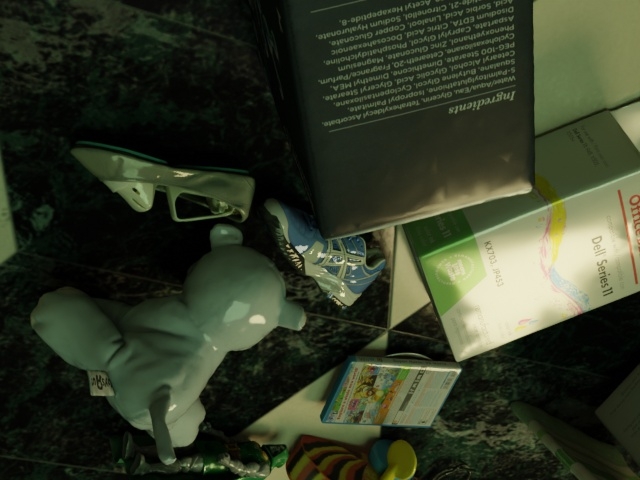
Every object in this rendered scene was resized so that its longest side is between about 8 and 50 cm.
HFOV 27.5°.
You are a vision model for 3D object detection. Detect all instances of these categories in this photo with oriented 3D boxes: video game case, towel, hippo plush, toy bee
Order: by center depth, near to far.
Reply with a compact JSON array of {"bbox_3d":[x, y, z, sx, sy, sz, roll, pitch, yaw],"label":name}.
[{"bbox_3d":[-0.166,0.082,1.464,0.234,0.294,0.236,43,82,2],"label":"hippo plush"},{"bbox_3d":[0.094,0.204,1.748,0.166,0.015,0.119,6,129,-24],"label":"video game case"},{"bbox_3d":[0.428,0.347,1.799,0.248,0.325,0.038,29,100,-35],"label":"towel"},{"bbox_3d":[0.106,0.357,1.812,0.298,0.162,0.195,-3,129,-15],"label":"toy bee"}]

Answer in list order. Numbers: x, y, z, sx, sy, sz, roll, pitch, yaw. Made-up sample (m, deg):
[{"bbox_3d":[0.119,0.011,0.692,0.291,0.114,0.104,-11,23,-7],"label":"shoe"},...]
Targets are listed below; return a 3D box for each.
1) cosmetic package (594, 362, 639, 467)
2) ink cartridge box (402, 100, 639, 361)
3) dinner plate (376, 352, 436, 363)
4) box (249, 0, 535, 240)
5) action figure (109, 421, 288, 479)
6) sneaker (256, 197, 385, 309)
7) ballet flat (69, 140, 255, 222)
[{"bbox_3d":[0.569,0.294,1.736,0.156,0.385,0.217,30,107,-37],"label":"cosmetic package"},{"bbox_3d":[0.289,-0.015,1.569,0.353,0.119,0.207,-22,133,2],"label":"ink cartridge box"},{"bbox_3d":[0.095,0.198,1.765,0.141,0.017,0.141,-9,132,-10],"label":"dinner plate"},{"bbox_3d":[0.044,-0.254,1.162,0.212,0.293,0.395,-15,132,-5],"label":"box"},{"bbox_3d":[-0.144,0.283,1.710,0.232,0.137,0.063,5,116,-33],"label":"action figure"},{"bbox_3d":[0.000,0.000,1.527,0.081,0.080,0.211,-39,140,9],"label":"sneaker"},{"bbox_3d":[-0.169,-0.058,1.409,0.213,0.072,0.068,10,85,-28],"label":"ballet flat"}]
